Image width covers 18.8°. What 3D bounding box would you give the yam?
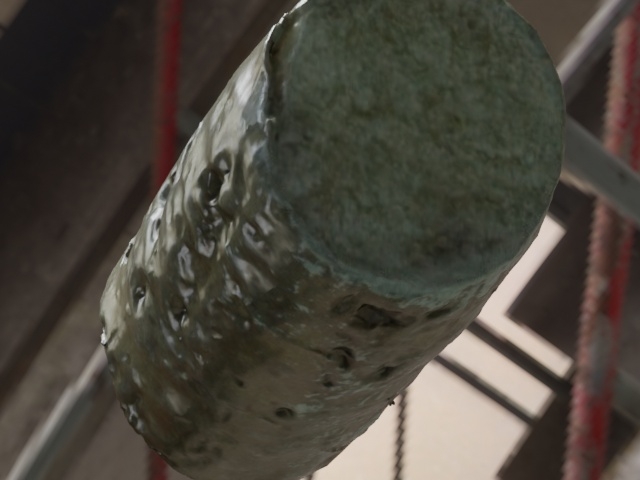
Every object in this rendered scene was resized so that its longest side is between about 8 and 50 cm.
[{"bbox_3d":[0.000,0.000,0.611,0.194,0.107,0.107,128,160,-58],"label":"yam"}]
